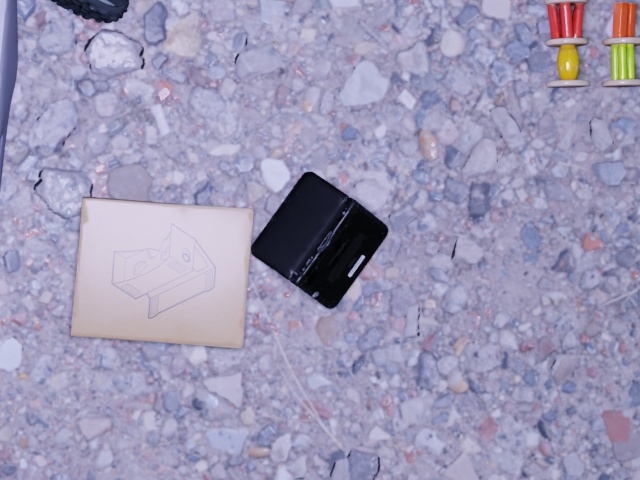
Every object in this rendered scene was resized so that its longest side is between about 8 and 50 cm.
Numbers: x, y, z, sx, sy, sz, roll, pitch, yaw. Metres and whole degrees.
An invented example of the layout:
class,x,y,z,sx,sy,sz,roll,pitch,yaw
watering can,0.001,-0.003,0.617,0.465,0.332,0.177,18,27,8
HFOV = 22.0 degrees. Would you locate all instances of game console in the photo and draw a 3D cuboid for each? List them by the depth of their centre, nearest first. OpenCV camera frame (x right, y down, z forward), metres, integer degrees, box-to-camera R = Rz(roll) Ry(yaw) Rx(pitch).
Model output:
class,x,y,z,sx,sy,sz,roll,pitch,yaw
game console,0.000,0.000,1.948,0.107,0.071,0.122,37,87,-38

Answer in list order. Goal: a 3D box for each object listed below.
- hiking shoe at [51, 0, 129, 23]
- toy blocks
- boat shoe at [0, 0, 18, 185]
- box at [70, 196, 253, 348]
class,x,y,z,sx,sy,sz,roll,pitch,yaw
hiking shoe,-0.318,-0.372,1.839,0.304,0.113,0.132,41,80,-11
toy blocks,0.328,-0.257,1.962,0.123,0.054,0.148,-2,92,-7
boat shoe,-0.429,-0.136,1.833,0.157,0.136,0.367,8,101,-5
box,-0.184,0.037,1.918,0.201,0.021,0.164,5,92,-7
